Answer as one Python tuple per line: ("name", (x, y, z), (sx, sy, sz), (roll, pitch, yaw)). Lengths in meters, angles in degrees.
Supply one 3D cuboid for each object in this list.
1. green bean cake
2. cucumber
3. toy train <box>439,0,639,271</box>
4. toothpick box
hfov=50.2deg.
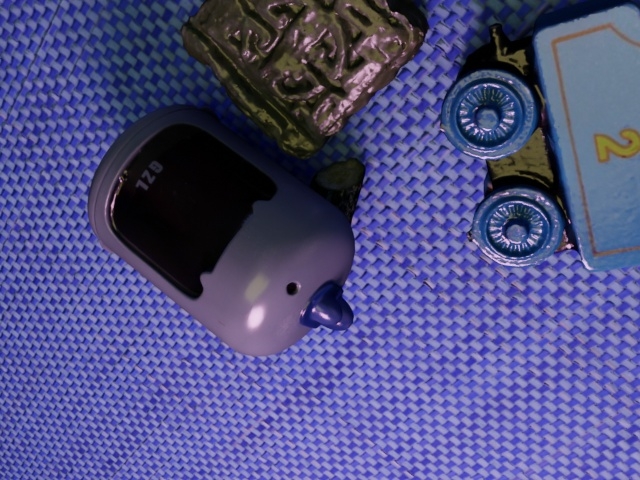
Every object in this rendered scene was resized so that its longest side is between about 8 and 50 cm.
("green bean cake", (-0.024, -0.258, 0.870), (0.241, 0.132, 0.255), (44, 121, -11))
("cucumber", (0.001, 0.001, 1.030), (0.077, 0.077, 0.265), (20, 123, 7))
("toy train", (0.291, -0.124, 0.800), (0.264, 0.188, 0.301), (-11, 109, 23))
("toothpick box", (-0.105, 0.004, 0.923), (0.354, 0.263, 0.263), (36, 124, 21))
